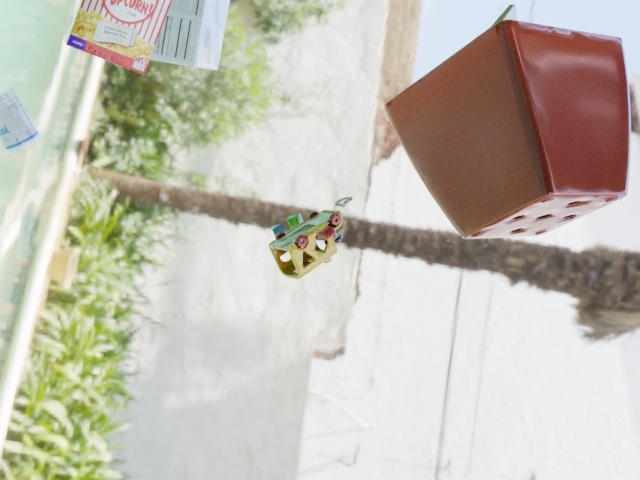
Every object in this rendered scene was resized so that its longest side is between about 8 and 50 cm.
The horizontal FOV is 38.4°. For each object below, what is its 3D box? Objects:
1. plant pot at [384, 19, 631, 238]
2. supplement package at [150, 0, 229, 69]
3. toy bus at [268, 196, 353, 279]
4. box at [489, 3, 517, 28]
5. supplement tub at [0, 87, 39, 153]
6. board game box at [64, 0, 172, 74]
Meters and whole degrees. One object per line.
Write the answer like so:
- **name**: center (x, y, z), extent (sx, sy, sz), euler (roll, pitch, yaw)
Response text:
- **plant pot**: center (0.294, -0.140, 1.347), extent (0.267, 0.267, 0.235), euler (-30, -112, 50)
- **supplement package**: center (-0.306, -0.497, 2.062), extent (0.262, 0.145, 0.204), euler (-60, 162, -80)
- **toy bus**: center (-0.012, 0.005, 2.061), extent (0.191, 0.202, 0.104), euler (-70, 139, -64)
- **box**: center (0.421, -0.436, 2.140), extent (0.201, 0.021, 0.164), euler (-49, 138, -43)
- **supplement tub**: center (-0.586, -0.225, 1.736), extent (0.071, 0.071, 0.107), euler (-113, 178, -68)
- **board game box**: center (-0.350, -0.413, 1.632), extent (0.193, 0.147, 0.045), euler (-67, -154, 11)
